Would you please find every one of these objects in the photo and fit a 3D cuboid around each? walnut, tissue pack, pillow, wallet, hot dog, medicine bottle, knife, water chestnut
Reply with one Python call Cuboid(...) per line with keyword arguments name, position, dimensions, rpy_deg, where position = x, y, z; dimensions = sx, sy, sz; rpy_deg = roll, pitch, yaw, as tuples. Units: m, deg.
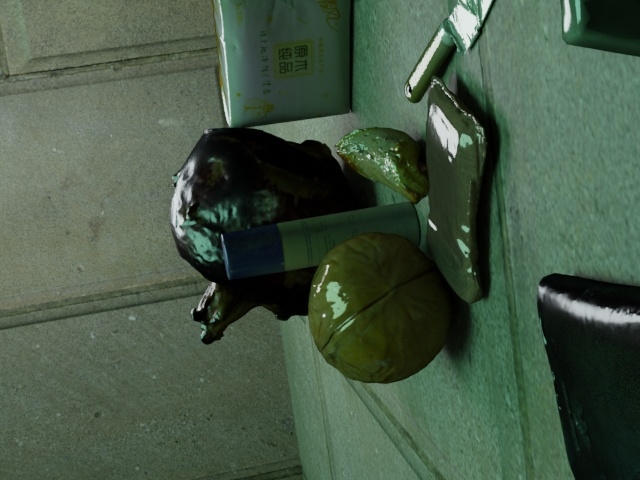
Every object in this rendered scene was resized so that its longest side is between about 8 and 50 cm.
Cuboid(name="walnut", position=(0.065, 0.077, 1.021), dimensions=(0.197, 0.165, 0.165), rpy_deg=(82, 175, -70))
Cuboid(name="tissue pack", position=(-0.057, -0.286, 1.296), dimensions=(0.124, 0.185, 0.225), rpy_deg=(-109, 13, -44))
Cuboid(name="pillow", position=(0.129, -0.046, 0.889), dimensions=(0.135, 0.034, 0.211), rpy_deg=(-118, 19, -53))
Cuboid(name="wallet", position=(0.206, 0.111, 0.538), dimensions=(0.318, 0.045, 0.172), rpy_deg=(-163, 65, -81))
Cuboid(name="hot dog", position=(0.081, -0.092, 1.034), dimensions=(0.169, 0.061, 0.078), rpy_deg=(36, 171, 49))
Cuboid(name="medicine bottle", position=(0.000, 0.000, 1.093), dimensions=(0.059, 0.230, 0.059), rpy_deg=(171, 90, -81))
Cuboid(name="knife", position=(0.123, -0.189, 0.827), dimensions=(0.298, 0.017, 0.047), rpy_deg=(119, 139, -70))
Cuboid(name="water chestnut", position=(-0.089, 0.004, 1.399), dimensions=(0.335, 0.335, 0.347), rpy_deg=(-142, 70, -77))

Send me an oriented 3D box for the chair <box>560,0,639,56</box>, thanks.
Cuboid(name="chair", position=(0.156, -0.146, 0.237), dimensions=(0.203, 0.190, 0.275), rpy_deg=(-173, 82, -82))
